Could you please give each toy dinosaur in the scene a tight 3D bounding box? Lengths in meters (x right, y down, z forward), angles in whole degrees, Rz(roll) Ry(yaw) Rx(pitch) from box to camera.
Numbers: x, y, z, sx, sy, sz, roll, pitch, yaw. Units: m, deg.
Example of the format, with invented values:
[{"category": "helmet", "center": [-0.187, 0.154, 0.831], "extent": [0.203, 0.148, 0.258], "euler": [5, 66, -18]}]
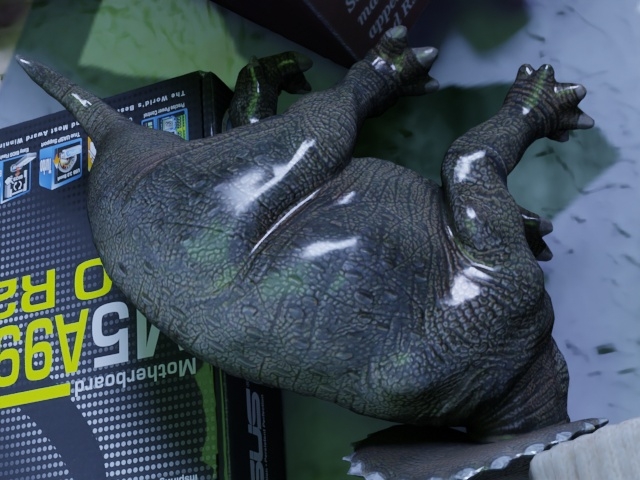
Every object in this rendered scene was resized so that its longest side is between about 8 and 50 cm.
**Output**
[{"category": "toy dinosaur", "center": [0.000, 0.000, 0.409], "extent": [0.313, 0.121, 0.160], "euler": [33, 54, 6]}]

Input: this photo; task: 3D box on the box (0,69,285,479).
[{"category": "box", "center": [-0.152, 0.056, 0.534], "extent": [0.270, 0.060, 0.216], "euler": [-12, 66, 20]}]

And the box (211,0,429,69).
[{"category": "box", "center": [-0.081, -0.248, 0.551], "extent": [0.381, 0.143, 0.191], "euler": [33, 87, 38]}]

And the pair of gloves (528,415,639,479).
[{"category": "pair of gloves", "center": [0.060, 0.174, 0.302], "extent": [0.240, 0.042, 0.204], "euler": [-34, 60, 28]}]
